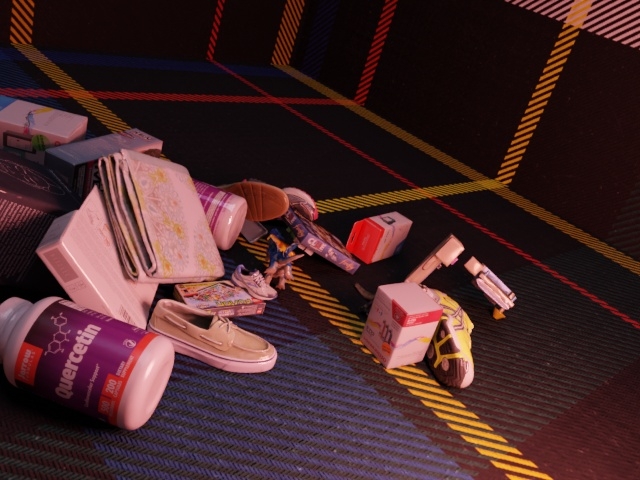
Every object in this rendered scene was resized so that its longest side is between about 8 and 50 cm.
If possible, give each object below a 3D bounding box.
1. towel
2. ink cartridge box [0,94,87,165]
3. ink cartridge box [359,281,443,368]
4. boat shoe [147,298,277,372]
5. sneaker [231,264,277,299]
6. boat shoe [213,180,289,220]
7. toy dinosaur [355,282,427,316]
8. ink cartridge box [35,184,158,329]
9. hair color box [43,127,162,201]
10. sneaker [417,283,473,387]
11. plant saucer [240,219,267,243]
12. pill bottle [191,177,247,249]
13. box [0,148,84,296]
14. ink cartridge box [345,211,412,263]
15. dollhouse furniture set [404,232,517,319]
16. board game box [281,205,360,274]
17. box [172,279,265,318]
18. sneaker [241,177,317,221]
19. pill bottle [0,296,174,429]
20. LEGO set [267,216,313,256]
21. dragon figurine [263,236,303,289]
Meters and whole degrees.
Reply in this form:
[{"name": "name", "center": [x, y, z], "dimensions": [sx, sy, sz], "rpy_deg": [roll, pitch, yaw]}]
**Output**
[{"name": "towel", "center": [-0.386, -0.048, 1.588], "dimensions": [0.321, 0.090, 0.374], "rpy_deg": [71, 16, 8]}, {"name": "ink cartridge box", "center": [-0.861, -0.282, 1.904], "dimensions": [0.269, 0.198, 0.197], "rpy_deg": [13, 26, -8]}, {"name": "ink cartridge box", "center": [0.204, 0.216, 1.642], "dimensions": [0.127, 0.176, 0.128], "rpy_deg": [-5, 34, -35]}, {"name": "boat shoe", "center": [-0.241, 0.216, 1.448], "dimensions": [0.302, 0.094, 0.109], "rpy_deg": [15, 26, -5]}, {"name": "sneaker", "center": [-0.170, 0.107, 1.662], "dimensions": [0.135, 0.058, 0.052], "rpy_deg": [26, 27, 14]}, {"name": "boat shoe", "center": [-0.233, -0.133, 2.001], "dimensions": [0.341, 0.123, 0.123], "rpy_deg": [-1, 18, 29]}, {"name": "toy dinosaur", "center": [0.181, 0.172, 1.803], "dimensions": [0.268, 0.064, 0.118], "rpy_deg": [-1, 40, 43]}, {"name": "ink cartridge box", "center": [-0.472, 0.062, 1.406], "dimensions": [0.066, 0.296, 0.261], "rpy_deg": [-22, 28, 8]}, {"name": "hair color box", "center": [-0.638, -0.199, 1.898], "dimensions": [0.113, 0.185, 0.374], "rpy_deg": [25, 27, 15]}, {"name": "sneaker", "center": [0.351, 0.243, 1.720], "dimensions": [0.147, 0.145, 0.385], "rpy_deg": [11, 28, -13]}, {"name": "plant saucer", "center": [-0.240, -0.055, 2.032], "dimensions": [0.067, 0.018, 0.192], "rpy_deg": [-34, 49, -15]}, {"name": "pill bottle", "center": [-0.382, -0.097, 1.882], "dimensions": [0.301, 0.169, 0.169], "rpy_deg": [21, 26, 5]}, {"name": "box", "center": [-0.732, -0.069, 1.404], "dimensions": [0.293, 0.212, 0.395], "rpy_deg": [37, 7, 35]}, {"name": "ink cartridge box", "center": [0.189, -0.007, 2.110], "dimensions": [0.078, 0.134, 0.231], "rpy_deg": [36, 32, 30]}, {"name": "dollhouse furniture set", "center": [0.427, 0.157, 1.903], "dimensions": [0.303, 0.198, 0.286], "rpy_deg": [44, 10, 5]}, {"name": "board game box", "center": [0.000, 0.000, 1.963], "dimensions": [0.243, 0.042, 0.165], "rpy_deg": [32, 13, -41]}, {"name": "box", "center": [-0.256, 0.150, 1.632], "dimensions": [0.206, 0.036, 0.114], "rpy_deg": [-3, 33, -36]}, {"name": "sneaker", "center": [-0.151, -0.110, 2.128], "dimensions": [0.299, 0.121, 0.112], "rpy_deg": [13, 43, 17]}, {"name": "pill bottle", "center": [-0.454, 0.220, 1.208], "dimensions": [0.322, 0.182, 0.181], "rpy_deg": [19, 26, 3]}, {"name": "LEGO set", "center": [-0.118, -0.017, 1.968], "dimensions": [0.093, 0.087, 0.227], "rpy_deg": [33, 12, -40]}, {"name": "dragon figurine", "center": [-0.108, 0.041, 1.755], "dimensions": [0.085, 0.289, 0.144], "rpy_deg": [11, 65, -9]}]
